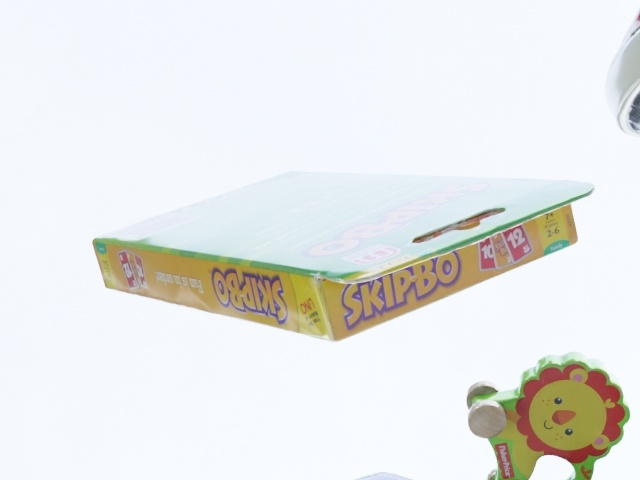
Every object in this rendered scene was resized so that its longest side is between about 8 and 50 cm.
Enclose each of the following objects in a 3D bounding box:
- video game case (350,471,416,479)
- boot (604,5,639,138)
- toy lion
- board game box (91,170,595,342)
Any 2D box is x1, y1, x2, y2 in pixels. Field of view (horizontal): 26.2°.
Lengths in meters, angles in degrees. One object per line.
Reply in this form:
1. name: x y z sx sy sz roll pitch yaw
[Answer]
1. video game case: 0.115 0.300 0.910 0.061 0.269 0.244 -9 -81 -36
2. boot: 0.186 -0.161 0.563 0.088 0.244 0.176 7 -120 -16
3. toy lion: 0.141 0.117 0.835 0.096 0.034 0.100 -11 -69 9
4. board game box: 0.000 0.000 0.625 0.124 0.259 0.039 -20 -79 -27
